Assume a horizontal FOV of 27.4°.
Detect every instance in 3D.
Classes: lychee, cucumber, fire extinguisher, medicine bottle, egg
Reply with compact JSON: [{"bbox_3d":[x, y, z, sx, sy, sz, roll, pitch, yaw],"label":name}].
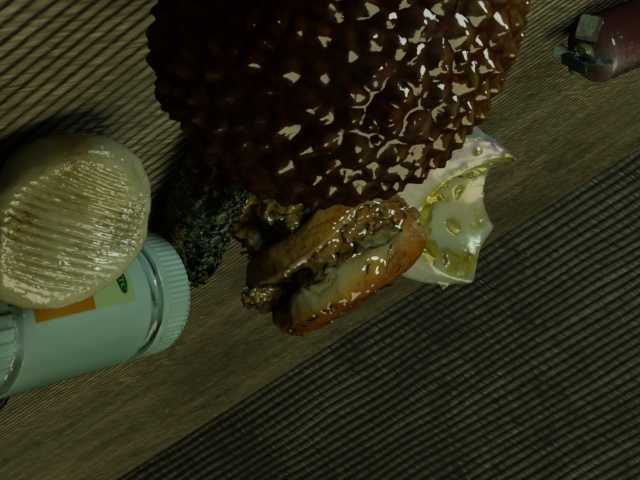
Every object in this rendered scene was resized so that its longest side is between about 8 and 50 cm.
[{"bbox_3d":[0.019,-0.156,0.941,0.267,0.267,0.267,-29,168,-6],"label":"lychee"},{"bbox_3d":[-0.126,-0.041,1.481,0.096,0.096,0.359,-25,169,-22],"label":"cucumber"},{"bbox_3d":[0.426,-0.281,1.801,0.269,0.105,0.105,-23,166,-29],"label":"fire extinguisher"},{"bbox_3d":[-0.296,0.075,1.397,0.158,0.158,0.318,-37,167,31],"label":"medicine bottle"},{"bbox_3d":[0.151,-0.080,1.848,0.206,0.162,0.271,-1,131,-3],"label":"egg"}]

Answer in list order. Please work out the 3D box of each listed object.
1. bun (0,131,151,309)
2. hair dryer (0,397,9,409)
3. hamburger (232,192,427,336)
[{"bbox_3d":[-0.248,-0.029,1.211,0.183,0.102,0.183,-24,132,-30],"label":"bun"},{"bbox_3d":[-0.376,0.149,1.735,0.271,0.091,0.235,-30,179,-19],"label":"hair dryer"},{"bbox_3d":[-0.007,-0.005,1.674,0.260,0.211,0.245,-30,175,-24],"label":"hamburger"}]
